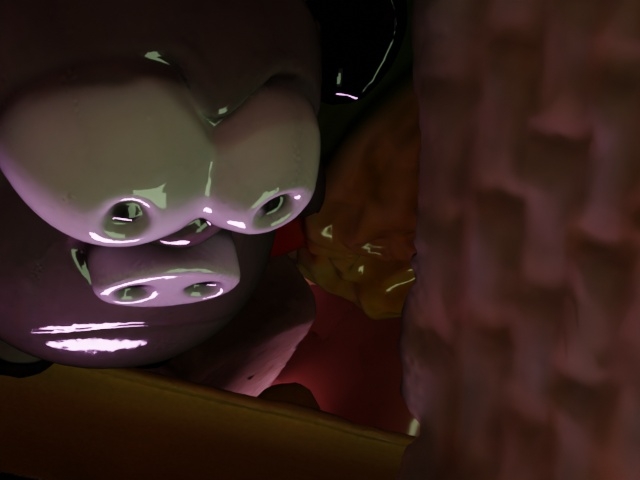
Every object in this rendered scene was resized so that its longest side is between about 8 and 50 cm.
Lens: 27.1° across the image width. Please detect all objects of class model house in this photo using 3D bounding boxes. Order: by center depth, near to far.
[{"bbox_3d":[0.310,-0.011,0.438,0.445,0.400,0.395,-5,106,-32],"label":"model house"}]

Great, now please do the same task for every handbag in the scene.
[{"bbox_3d":[-0.063,0.159,0.719,0.401,0.133,0.283,13,149,-11],"label":"handbag"}]

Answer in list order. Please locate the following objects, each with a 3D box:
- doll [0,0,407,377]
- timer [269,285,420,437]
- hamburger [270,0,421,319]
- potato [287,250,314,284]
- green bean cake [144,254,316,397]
[{"bbox_3d":[-0.077,-0.026,0.495,0.182,0.117,0.257,-5,156,-23],"label":"doll"},{"bbox_3d":[0.066,0.103,0.923,0.229,0.230,0.215,-34,-166,-2],"label":"timer"},{"bbox_3d":[0.061,-0.056,0.633,0.237,0.149,0.237,-32,165,-10],"label":"hamburger"},{"bbox_3d":[0.000,0.000,0.822,0.068,0.062,0.083,-11,149,26],"label":"potato"},{"bbox_3d":[-0.082,0.067,0.807,0.109,0.085,0.179,-27,163,-30],"label":"green bean cake"}]
